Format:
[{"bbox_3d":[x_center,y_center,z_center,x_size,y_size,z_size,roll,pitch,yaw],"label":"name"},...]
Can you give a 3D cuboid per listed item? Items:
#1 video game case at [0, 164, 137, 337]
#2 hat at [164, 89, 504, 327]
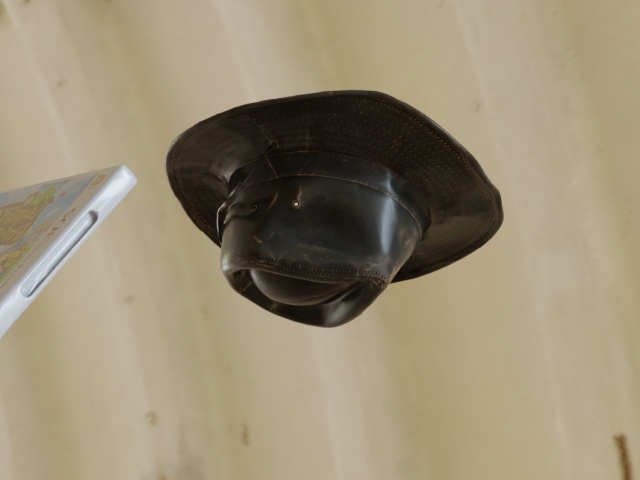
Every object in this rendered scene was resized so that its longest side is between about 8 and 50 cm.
[{"bbox_3d":[-0.269,0.018,1.293,0.212,0.193,0.023,-8,-53,50],"label":"video game case"},{"bbox_3d":[0.000,0.000,1.472,0.331,0.134,0.331,9,-34,6],"label":"hat"}]
